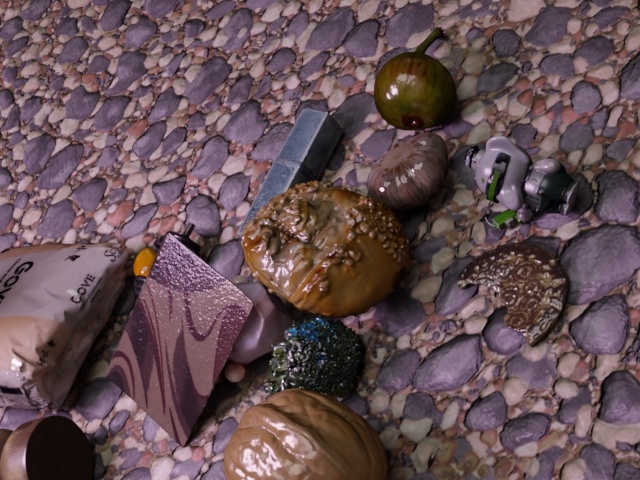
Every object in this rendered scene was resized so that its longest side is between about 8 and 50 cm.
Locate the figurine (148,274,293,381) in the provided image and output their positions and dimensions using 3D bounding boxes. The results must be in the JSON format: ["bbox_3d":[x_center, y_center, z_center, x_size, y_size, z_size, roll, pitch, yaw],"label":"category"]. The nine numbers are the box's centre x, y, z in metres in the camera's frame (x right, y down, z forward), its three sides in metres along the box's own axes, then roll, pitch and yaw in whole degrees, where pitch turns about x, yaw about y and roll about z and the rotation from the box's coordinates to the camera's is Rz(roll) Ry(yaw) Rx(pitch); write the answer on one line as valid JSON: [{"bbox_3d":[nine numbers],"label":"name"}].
[{"bbox_3d":[-0.175,0.151,1.815,0.275,0.133,0.200,-15,60,30],"label":"figurine"}]

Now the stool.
[{"bbox_3d":[-0.576,0.431,1.880,0.264,0.179,0.179,-15,54,25],"label":"stool"}]

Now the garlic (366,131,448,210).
[{"bbox_3d":[0.157,-0.113,1.789,0.159,0.102,0.147,-49,32,-18],"label":"garlic"}]

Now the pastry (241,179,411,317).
[{"bbox_3d":[0.000,0.000,1.742,0.310,0.162,0.255,25,49,38],"label":"pastry"}]

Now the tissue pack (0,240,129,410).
[{"bbox_3d":[-0.593,0.166,2.065,0.389,0.195,0.376,-6,46,31],"label":"tissue pack"}]

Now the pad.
[{"bbox_3d":[-0.255,0.176,1.791,0.220,0.004,0.330,37,115,23],"label":"pad"}]

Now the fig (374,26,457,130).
[{"bbox_3d":[0.178,-0.321,1.881,0.151,0.151,0.259,-11,52,28],"label":"fig"}]

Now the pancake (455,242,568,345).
[{"bbox_3d":[0.304,0.086,1.615,0.184,0.020,0.191,-18,52,23],"label":"pancake"}]

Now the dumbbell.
[{"bbox_3d":[-0.296,0.058,1.984,0.099,0.099,0.209,14,71,39],"label":"dumbbell"}]

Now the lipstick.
[{"bbox_3d":[-0.058,-0.111,1.946,0.077,0.076,0.290,17,72,38],"label":"lipstick"}]

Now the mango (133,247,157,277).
[{"bbox_3d":[-0.350,0.048,2.066,0.060,0.046,0.089,-27,37,14],"label":"mango"}]

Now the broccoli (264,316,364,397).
[{"bbox_3d":[-0.016,0.203,1.696,0.160,0.154,0.167,139,152,-66],"label":"broccoli"}]

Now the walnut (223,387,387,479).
[{"bbox_3d":[-0.023,0.338,1.538,0.261,0.225,0.225,28,79,35],"label":"walnut"}]

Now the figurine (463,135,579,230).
[{"bbox_3d":[0.319,-0.100,1.656,0.192,0.147,0.126,27,59,23],"label":"figurine"}]
